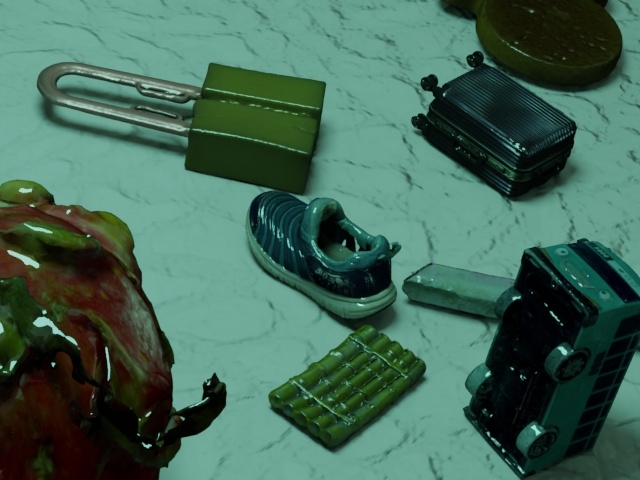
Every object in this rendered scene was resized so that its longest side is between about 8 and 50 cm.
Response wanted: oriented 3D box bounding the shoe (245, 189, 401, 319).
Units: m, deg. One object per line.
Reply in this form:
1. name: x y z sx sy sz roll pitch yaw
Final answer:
1. shoe: 0.000 0.000 1.451 0.064 0.071 0.143 -25 48 -38

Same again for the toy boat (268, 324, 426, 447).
1. toy boat: 0.021 0.103 1.375 0.063 0.016 0.115 33 43 23

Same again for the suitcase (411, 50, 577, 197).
1. suitcase: 0.149 -0.096 1.616 0.126 0.059 0.086 37 46 26

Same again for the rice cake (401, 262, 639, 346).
1. rice cake: 0.165 0.048 1.469 0.208 0.033 0.033 11 49 -2

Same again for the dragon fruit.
1. dragon fruit: -0.199 0.081 1.159 0.250 0.269 0.291 19 42 -8

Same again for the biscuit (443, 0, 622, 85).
1. biscuit: 0.197 -0.223 1.799 0.180 0.039 0.236 0 41 -19

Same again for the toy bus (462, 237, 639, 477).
1. toy bus: 0.168 0.078 1.334 0.092 0.160 0.079 -15 47 -33

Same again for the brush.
1. brush: -0.117 -0.106 1.565 0.233 0.047 0.103 11 39 -1
